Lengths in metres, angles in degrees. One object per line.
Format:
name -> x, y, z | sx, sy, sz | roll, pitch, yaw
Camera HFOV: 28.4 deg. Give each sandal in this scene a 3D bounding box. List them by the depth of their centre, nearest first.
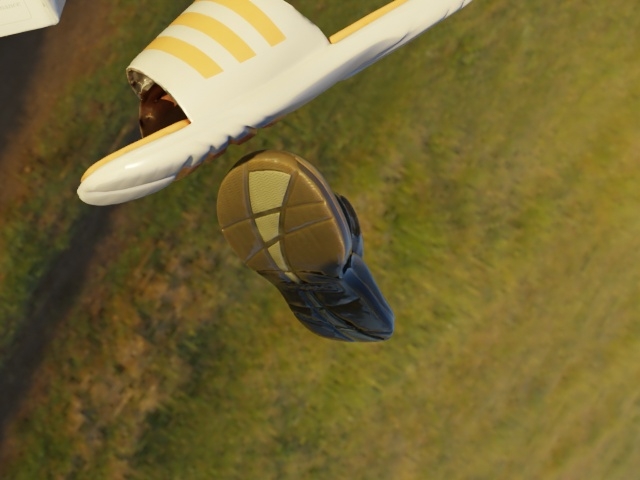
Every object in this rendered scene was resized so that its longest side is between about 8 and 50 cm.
sandal -> -0.029, -0.104, 0.669 | 0.265, 0.076, 0.102 | -33, -176, -26
sandal -> 0.000, 0.000, 0.847 | 0.219, 0.090, 0.060 | 52, 46, -50

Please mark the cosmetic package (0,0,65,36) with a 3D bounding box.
cosmetic package -> -0.247, -0.269, 0.769 | 0.224, 0.138, 0.224 | -88, 164, -47
